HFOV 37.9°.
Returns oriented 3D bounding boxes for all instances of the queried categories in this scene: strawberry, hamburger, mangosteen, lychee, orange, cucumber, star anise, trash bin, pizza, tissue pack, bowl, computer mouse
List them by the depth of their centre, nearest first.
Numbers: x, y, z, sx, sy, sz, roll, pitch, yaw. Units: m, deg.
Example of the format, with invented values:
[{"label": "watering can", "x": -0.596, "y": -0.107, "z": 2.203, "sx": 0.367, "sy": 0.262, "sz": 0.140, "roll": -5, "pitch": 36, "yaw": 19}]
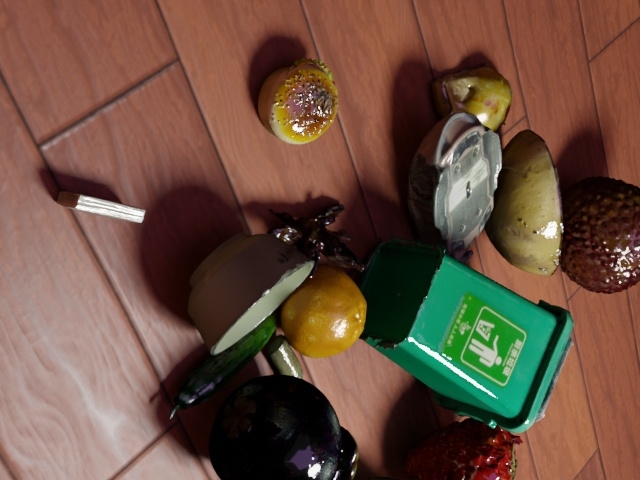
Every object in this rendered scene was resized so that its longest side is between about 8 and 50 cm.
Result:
[{"label": "tissue pack", "x": -0.299, "y": -0.046, "z": 1.274, "sx": 0.108, "sy": 0.056, "sz": 0.023, "roll": 14, "pitch": 88, "yaw": -44}, {"label": "bowl", "x": -0.121, "y": 0.066, "z": 1.406, "sx": 0.211, "sy": 0.112, "sz": 0.211, "roll": -43, "pitch": 171, "yaw": -8}, {"label": "hamburger", "x": -0.030, "y": -0.220, "z": 1.474, "sx": 0.141, "sy": 0.081, "sz": 0.127, "roll": -41, "pitch": 126, "yaw": -28}, {"label": "cucumber", "x": -0.154, "y": 0.197, "z": 1.479, "sx": 0.250, "sy": 0.056, "sz": 0.056, "roll": -40, "pitch": 125, "yaw": -31}, {"label": "mangosteen", "x": -0.060, "y": 0.324, "z": 1.484, "sx": 0.243, "sy": 0.243, "sz": 0.243, "roll": -13, "pitch": 109, "yaw": -42}, {"label": "star anise", "x": -0.002, "y": 0.003, "z": 1.526, "sx": 0.212, "sy": 0.157, "sz": 0.053, "roll": -4, "pitch": 142, "yaw": -46}, {"label": "orange", "x": 0.007, "y": 0.118, "z": 1.545, "sx": 0.159, "sy": 0.136, "sz": 0.159, "roll": 10, "pitch": 90, "yaw": -69}, {"label": "trash bin", "x": 0.241, "y": 0.161, "z": 1.721, "sx": 0.381, "sy": 0.295, "sz": 0.259, "roll": 34, "pitch": 76, "yaw": -33}, {"label": "computer mouse", "x": 0.242, "y": -0.086, "z": 1.758, "sx": 0.199, "sy": 0.115, "sz": 0.389, "roll": -37, "pitch": 140, "yaw": -26}, {"label": "pizza", "x": 0.303, "y": -0.269, "z": 1.789, "sx": 0.204, "sy": 0.080, "sz": 0.188, "roll": 45, "pitch": 68, "yaw": -39}, {"label": "strawberry", "x": 0.270, "y": 0.464, "z": 1.826, "sx": 0.274, "sy": 0.220, "sz": 0.274, "roll": 13, "pitch": 90, "yaw": -70}, {"label": "lychee", "x": 0.632, "y": -0.015, "z": 2.059, "sx": 0.260, "sy": 0.260, "sz": 0.261, "roll": -13, "pitch": 109, "yaw": -42}]

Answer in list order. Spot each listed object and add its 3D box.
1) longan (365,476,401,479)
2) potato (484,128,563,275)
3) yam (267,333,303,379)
[{"label": "longan", "x": 0.108, "y": 0.535, "z": 1.723, "sx": 0.198, "sy": 0.198, "sz": 0.212, "roll": -62, "pitch": 169, "yaw": -13}, {"label": "potato", "x": 0.382, "y": -0.068, "z": 1.848, "sx": 0.115, "sy": 0.239, "sz": 0.299, "roll": -8, "pitch": 114, "yaw": -6}, {"label": "yam", "x": -0.061, "y": 0.204, "z": 1.578, "sx": 0.043, "sy": 0.043, "sz": 0.094, "roll": -46, "pitch": 126, "yaw": -27}]
